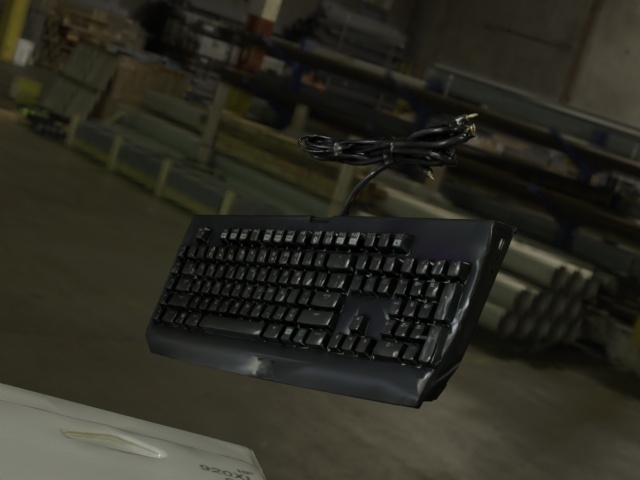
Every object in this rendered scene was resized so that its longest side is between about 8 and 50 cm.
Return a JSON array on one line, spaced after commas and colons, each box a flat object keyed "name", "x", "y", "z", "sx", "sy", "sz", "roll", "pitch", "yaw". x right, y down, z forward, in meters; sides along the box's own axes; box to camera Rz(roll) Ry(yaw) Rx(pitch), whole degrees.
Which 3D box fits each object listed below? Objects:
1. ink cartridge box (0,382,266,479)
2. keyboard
[{"name": "ink cartridge box", "x": -0.132, "y": 0.210, "z": 0.534, "sx": 0.171, "sy": 0.233, "sz": 0.168, "roll": 16, "pitch": 6, "yaw": -16}, {"name": "keyboard", "x": 0.000, "y": 0.000, "z": 0.756, "sx": 0.033, "sy": 0.202, "sz": 0.317, "roll": 38, "pitch": -22, "yaw": -34}]
